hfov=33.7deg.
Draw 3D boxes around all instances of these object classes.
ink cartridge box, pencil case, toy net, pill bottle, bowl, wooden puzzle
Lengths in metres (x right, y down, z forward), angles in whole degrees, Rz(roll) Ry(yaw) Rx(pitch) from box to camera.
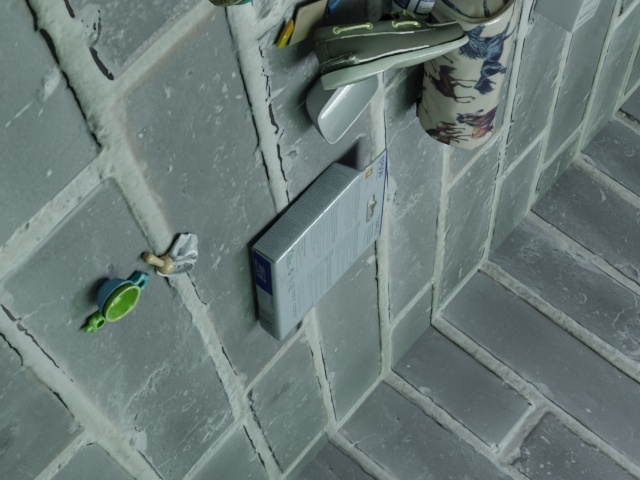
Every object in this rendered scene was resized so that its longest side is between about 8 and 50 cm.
[{"bbox_3d":[0.000,0.000,2.061,0.330,0.071,0.324,-47,159,-24],"label":"ink cartridge box"},{"bbox_3d":[0.259,-0.345,1.924,0.159,0.184,0.410,-19,152,-8],"label":"pencil case"},{"bbox_3d":[-0.260,0.068,1.625,0.232,0.045,0.122,-33,152,-43],"label":"toy net"},{"bbox_3d":[0.156,-0.401,1.724,0.067,0.067,0.120,-27,148,-50],"label":"pill bottle"},{"bbox_3d":[0.031,-0.240,1.739,0.142,0.053,0.142,-51,159,-5],"label":"bowl"},{"bbox_3d":[-0.020,-0.322,1.549,0.116,0.014,0.079,-28,153,-49],"label":"wooden puzzle"}]

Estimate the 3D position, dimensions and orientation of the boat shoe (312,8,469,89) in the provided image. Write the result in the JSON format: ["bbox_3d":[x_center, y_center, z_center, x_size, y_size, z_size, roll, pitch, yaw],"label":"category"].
[{"bbox_3d":[0.114,-0.312,1.645,0.305,0.091,0.109,-22,-175,-37],"label":"boat shoe"}]

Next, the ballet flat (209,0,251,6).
[{"bbox_3d":[-0.022,-0.474,1.087,0.483,0.164,0.182,-50,141,15],"label":"ballet flat"}]

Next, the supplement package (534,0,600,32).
[{"bbox_3d":[0.554,-0.561,2.284,0.105,0.105,0.179,-39,157,-33],"label":"supplement package"}]
